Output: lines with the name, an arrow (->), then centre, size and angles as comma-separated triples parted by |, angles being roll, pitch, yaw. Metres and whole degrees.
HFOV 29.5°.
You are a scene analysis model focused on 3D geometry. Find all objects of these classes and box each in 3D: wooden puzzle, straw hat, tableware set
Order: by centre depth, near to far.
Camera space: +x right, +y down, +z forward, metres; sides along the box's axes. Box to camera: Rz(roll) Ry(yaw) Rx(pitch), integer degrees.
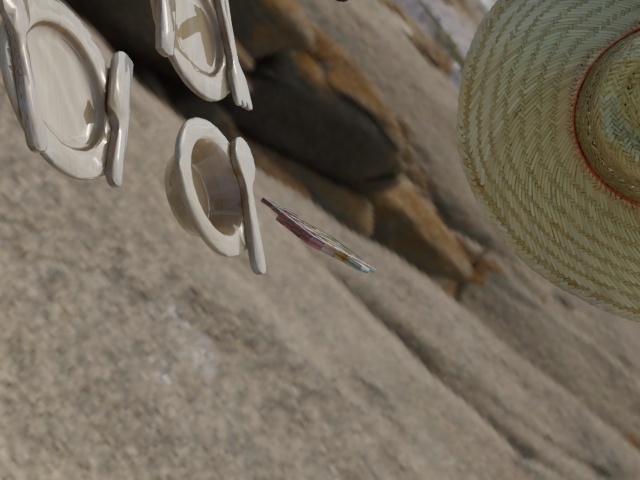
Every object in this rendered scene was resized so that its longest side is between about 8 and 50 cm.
straw hat -> 0.113, -0.038, 0.364 | 0.144, 0.144, 0.061 | 53, 5, 4
tableware set -> -0.063, -0.070, 0.448 | 0.168, 0.020, 0.141 | 38, 42, -58
wooden puzzle -> 0.000, 0.000, 0.681 | 0.049, 0.006, 0.083 | 28, 6, -35
